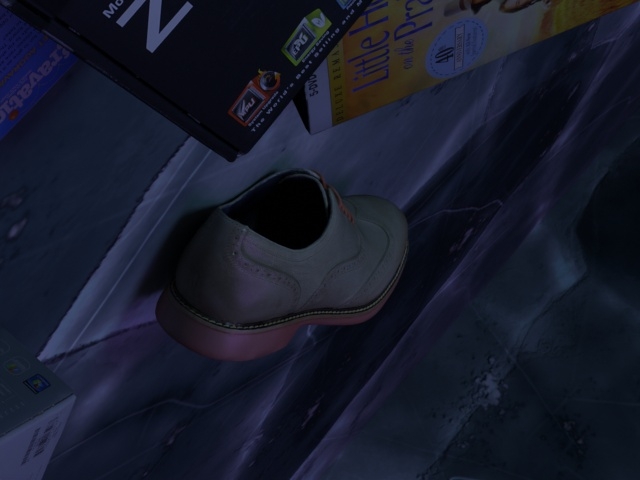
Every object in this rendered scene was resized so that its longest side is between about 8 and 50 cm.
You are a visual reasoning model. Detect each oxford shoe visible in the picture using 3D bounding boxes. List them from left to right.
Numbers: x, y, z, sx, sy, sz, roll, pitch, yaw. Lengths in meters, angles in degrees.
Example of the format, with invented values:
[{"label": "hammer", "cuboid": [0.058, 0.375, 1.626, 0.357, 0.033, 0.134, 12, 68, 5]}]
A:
[{"label": "oxford shoe", "cuboid": [0.000, 0.000, 1.213, 0.397, 0.140, 0.146, -28, 145, -59]}]

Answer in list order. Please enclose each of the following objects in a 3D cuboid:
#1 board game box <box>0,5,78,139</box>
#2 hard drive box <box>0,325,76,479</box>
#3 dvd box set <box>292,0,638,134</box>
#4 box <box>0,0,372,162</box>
[{"label": "board game box", "cuboid": [-0.226, -0.065, 0.645, 0.281, 0.027, 0.145, -48, 162, -9]}, {"label": "hard drive box", "cuboid": [-0.307, 0.189, 0.867, 0.232, 0.089, 0.181, -30, 153, -53]}, {"label": "dvd box set", "cuboid": [0.162, -0.244, 0.931, 0.420, 0.062, 0.307, -23, 160, -6]}, {"label": "box", "cuboid": [-0.005, -0.252, 0.602, 0.395, 0.097, 0.318, -49, 157, 2]}]
